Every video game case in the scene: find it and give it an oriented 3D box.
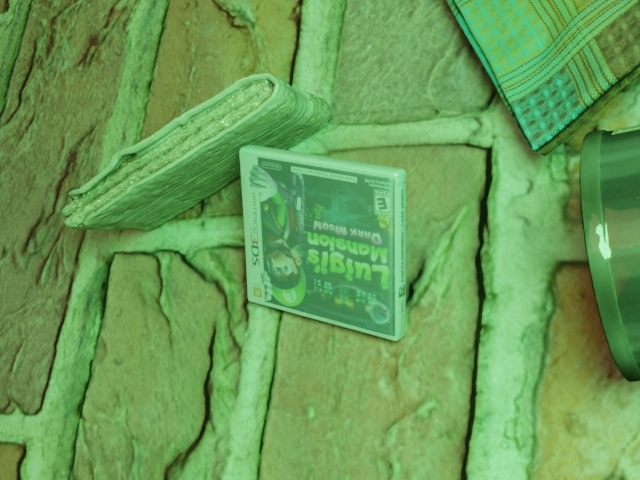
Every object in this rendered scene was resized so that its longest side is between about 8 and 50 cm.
[{"bbox_3d":[0.000,0.000,0.945,0.190,0.022,0.173,12,115,33],"label":"video game case"}]

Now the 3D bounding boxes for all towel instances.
[{"bbox_3d":[-0.132,-0.090,1.021,0.282,0.187,0.049,-29,82,16],"label":"towel"},{"bbox_3d":[0.232,-0.295,0.908,0.271,0.040,0.370,-45,45,31],"label":"towel"}]

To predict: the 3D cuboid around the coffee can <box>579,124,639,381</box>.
[{"bbox_3d":[0.353,-0.010,0.696,0.275,0.201,0.202,-11,65,26],"label":"coffee can"}]
